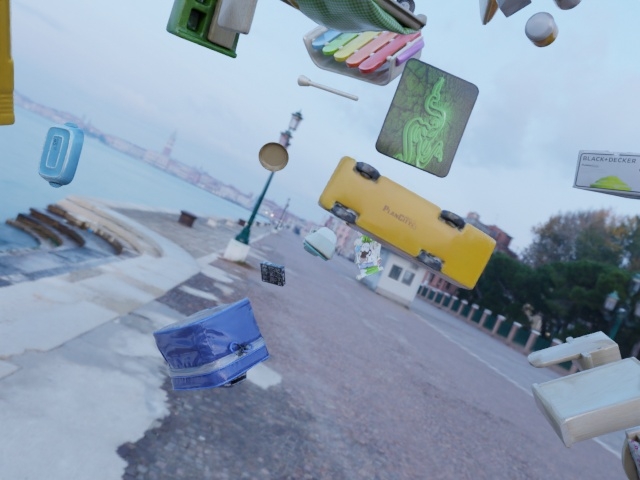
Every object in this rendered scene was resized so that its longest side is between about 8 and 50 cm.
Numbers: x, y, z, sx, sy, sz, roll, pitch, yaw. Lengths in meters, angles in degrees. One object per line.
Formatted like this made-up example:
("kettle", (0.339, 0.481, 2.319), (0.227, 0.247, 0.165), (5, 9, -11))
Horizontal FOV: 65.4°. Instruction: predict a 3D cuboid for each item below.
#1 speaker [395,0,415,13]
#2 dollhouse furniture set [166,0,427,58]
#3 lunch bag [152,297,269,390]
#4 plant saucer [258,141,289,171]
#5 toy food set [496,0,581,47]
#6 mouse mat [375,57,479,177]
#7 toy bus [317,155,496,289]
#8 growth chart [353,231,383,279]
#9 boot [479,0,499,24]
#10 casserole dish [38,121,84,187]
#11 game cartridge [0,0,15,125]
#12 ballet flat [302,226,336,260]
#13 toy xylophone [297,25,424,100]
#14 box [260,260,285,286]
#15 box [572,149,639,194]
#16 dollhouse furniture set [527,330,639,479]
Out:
("speaker", (0.211, -0.579, 1.298), (0.055, 0.055, 0.136), (24, 4, 2))
("dollhouse furniture set", (-0.023, -0.305, 0.708), (0.301, 0.151, 0.197), (4, 21, -47))
("lunch bag", (-0.091, 0.094, 0.433), (0.067, 0.065, 0.098), (-22, 3, -44))
("plant saucer", (-0.127, -0.229, 1.358), (0.083, 0.083, 0.015), (24, 26, -10))
("toy food set", (0.278, -0.392, 0.682), (0.111, 0.232, 0.104), (-23, -14, 34))
("mouse mat", (0.200, -0.229, 0.933), (0.152, 0.190, 0.007), (20, 1, -7))
("toy bus", (0.160, -0.032, 0.945), (0.332, 0.108, 0.130), (29, -1, -3))
("growth chart", (0.158, 0.013, 1.592), (0.021, 0.237, 0.172), (19, 27, 35))
("boot", (0.444, -0.566, 1.008), (0.211, 0.104, 0.295), (-6, -22, 4))
("casserole dish", (-0.723, -0.241, 1.379), (0.114, 0.188, 0.037), (13, -3, 16))
("game cartridge", (-0.564, -0.274, 0.651), (0.285, 0.324, 0.053), (-14, 60, -37))
("ballet flat", (0.000, 0.000, 1.313), (0.086, 0.086, 0.248), (24, -2, -10))
("toy xylophone", (0.084, -0.444, 1.211), (0.322, 0.236, 0.081), (22, -34, 33))
("box", (-0.152, 0.106, 1.587), (0.083, 0.067, 0.018), (11, 27, 29))
("box", (0.727, -0.140, 1.130), (0.290, 0.087, 0.169), (3, 9, -38))
("dollhouse furniture set", (0.493, 0.387, 0.836), (0.173, 0.356, 0.303), (-18, 13, 7))
